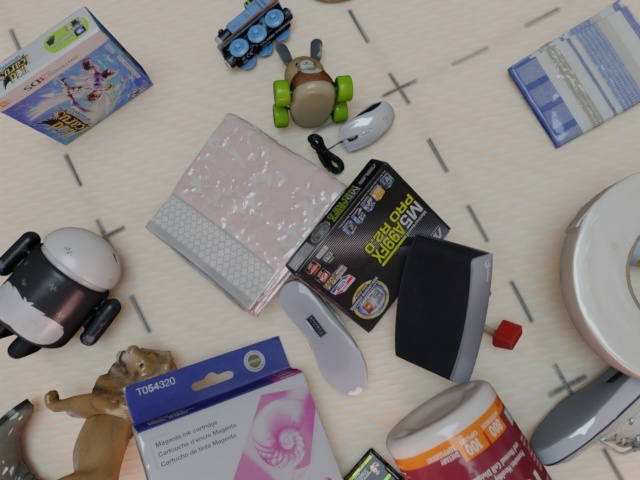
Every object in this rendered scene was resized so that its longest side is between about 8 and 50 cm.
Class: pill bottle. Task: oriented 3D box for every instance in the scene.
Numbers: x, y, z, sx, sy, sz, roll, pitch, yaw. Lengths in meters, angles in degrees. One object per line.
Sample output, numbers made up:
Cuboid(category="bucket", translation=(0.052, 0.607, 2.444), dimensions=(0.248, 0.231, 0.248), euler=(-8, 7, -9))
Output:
Cuboid(category="pill bottle", translation=(0.307, 0.469, 0.958), dimensions=(0.224, 0.224, 0.392), euler=(-32, 81, 0))

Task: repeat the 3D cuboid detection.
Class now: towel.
Cuboid(category="towel", translation=(-0.158, -0.064, 1.112), dimensions=(0.332, 0.053, 0.317), euler=(35, 88, 21))
Cuboid(category="towel", translation=(0.562, -0.347, 1.142), dimensions=(0.285, 0.034, 0.209), euler=(-31, 84, 2))

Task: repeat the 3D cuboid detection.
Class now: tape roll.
Cuboid(category="tape roll", translation=(0.621, 0.062, 0.948), dimensions=(0.392, 0.072, 0.392), euler=(-1, 82, 5))

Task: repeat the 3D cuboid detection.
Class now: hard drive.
Cuboid(category="hard drive", translation=(0.219, 0.127, 1.017), dimensions=(0.172, 0.054, 0.255), euler=(19, 110, 39))

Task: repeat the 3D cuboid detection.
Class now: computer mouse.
Cuboid(category="computer mouse", translation=(0.076, -0.223, 1.139), dimensions=(0.193, 0.042, 0.106), euler=(-35, 117, -2))

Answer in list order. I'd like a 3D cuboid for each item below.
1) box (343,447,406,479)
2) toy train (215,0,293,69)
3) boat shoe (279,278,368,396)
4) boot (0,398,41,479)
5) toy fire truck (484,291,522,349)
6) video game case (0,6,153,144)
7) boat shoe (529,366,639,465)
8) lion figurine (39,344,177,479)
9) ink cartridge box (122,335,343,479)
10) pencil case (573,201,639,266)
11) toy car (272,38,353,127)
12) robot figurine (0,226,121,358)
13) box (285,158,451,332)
Cuboid(category="box", translation=(0.103, 0.539, 1.056), dimensions=(0.184, 0.045, 0.191), euler=(41, 88, 11))
Cuboid(category="toy train", translation=(-0.148, -0.456, 1.190), dimensions=(0.184, 0.080, 0.105), euler=(-39, 72, 1))
Cuboid(category="boat shoe", translation=(0.016, 0.184, 1.087), dimensions=(0.095, 0.084, 0.258), euler=(-30, 89, 13))
Cuboid(category="boot", translation=(-0.615, 0.459, 1.113), dimensions=(0.161, 0.083, 0.246), euler=(35, 92, 1))
Cuboid(category="toy fire truck", translation=(0.289, 0.130, 1.068), dimensions=(0.192, 0.135, 0.047), euler=(16, 51, 41))
Cuboid(category="video game case", translation=(-0.495, -0.314, 1.098), dimensions=(0.244, 0.269, 0.061), euler=(-34, 84, 0))
Cuboid(category="boat shoe", translation=(0.568, 0.330, 1.013), dimensions=(0.367, 0.136, 0.156), euler=(-35, 84, -10))
Cuboid(category="lion figurine", translation=(-0.416, 0.385, 1.020), dimensions=(0.240, 0.142, 0.392), euler=(-2, 55, 10))
Cuboid(category="ink cartridge box", translation=(-0.154, 0.365, 0.994), dimensions=(0.324, 0.071, 0.330), euler=(-15, 73, -27))
Cuboid(category="pencil case", translation=(0.639, -0.009, 1.051), dimensions=(0.273, 0.113, 0.124), euler=(5, 64, 4))
Cuboid(category="toy car", translation=(-0.030, -0.346, 1.141), dimensions=(0.155, 0.149, 0.188), euler=(-7, 70, -9))
Cuboid(category="robot figurine", translation=(-0.532, 0.102, 1.100), dimensions=(0.278, 0.209, 0.173), euler=(-50, 40, -2))
Cuboid(category="box", translation=(0.097, 0.012, 1.060), dimensions=(0.216, 0.060, 0.270), euler=(41, 86, -27))
